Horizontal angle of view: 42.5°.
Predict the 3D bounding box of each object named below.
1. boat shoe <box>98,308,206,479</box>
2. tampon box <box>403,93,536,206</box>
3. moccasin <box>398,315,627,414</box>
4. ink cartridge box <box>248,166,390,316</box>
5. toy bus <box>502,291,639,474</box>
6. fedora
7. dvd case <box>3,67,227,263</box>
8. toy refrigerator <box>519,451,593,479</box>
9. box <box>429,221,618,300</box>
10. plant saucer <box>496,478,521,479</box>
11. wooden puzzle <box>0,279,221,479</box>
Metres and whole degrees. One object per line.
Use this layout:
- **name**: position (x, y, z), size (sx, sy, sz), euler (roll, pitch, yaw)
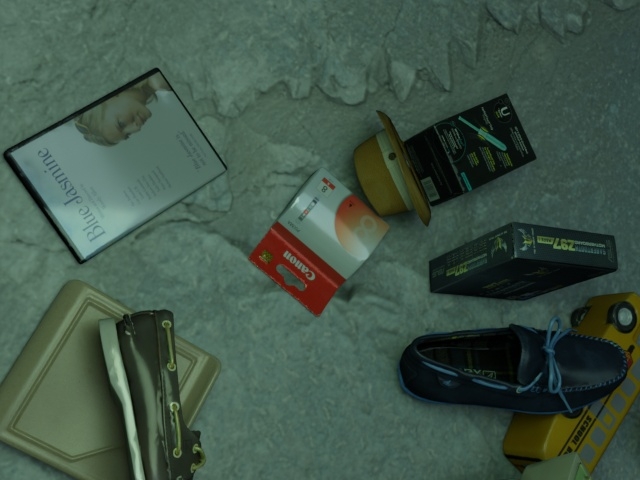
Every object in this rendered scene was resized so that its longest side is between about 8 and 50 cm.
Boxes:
- **boat shoe**: position (-0.195, 0.245, 1.019), size (0.097, 0.116, 0.324), euler (-12, 77, -18)
- **tampon box**: position (0.240, -0.146, 1.332), size (0.161, 0.101, 0.120), euler (-25, 91, -26)
- **moccasin**: position (0.290, 0.189, 1.215), size (0.342, 0.116, 0.137), euler (-5, 54, -3)
- **ink cartridge box**: position (0.000, 0.000, 1.235), size (0.145, 0.045, 0.179), euler (41, 65, -11)
- **toy bus**: position (0.431, 0.239, 1.339), size (0.130, 0.108, 0.332), euler (45, 67, -10)
- **fedora**: position (0.102, -0.101, 1.256), size (0.079, 0.194, 0.194), euler (-24, 90, 11)
- **dvd case**: position (-0.279, -0.109, 1.147), size (0.253, 0.022, 0.180), euler (-36, 96, -24)
- **toy refrigerator**: position (0.382, 0.445, 1.158), size (0.269, 0.094, 0.102), euler (61, 31, -2)
- **box**: position (0.300, 0.038, 1.252), size (0.184, 0.233, 0.059), euler (7, 71, -22)
- **plant saucer**: position (0.265, 0.554, 1.215), size (0.401, 0.100, 0.400), euler (4, 79, -22)
- **wooden puzzle**: position (-0.282, 0.200, 1.082), size (0.239, 0.044, 0.221), euler (31, 70, -10)
